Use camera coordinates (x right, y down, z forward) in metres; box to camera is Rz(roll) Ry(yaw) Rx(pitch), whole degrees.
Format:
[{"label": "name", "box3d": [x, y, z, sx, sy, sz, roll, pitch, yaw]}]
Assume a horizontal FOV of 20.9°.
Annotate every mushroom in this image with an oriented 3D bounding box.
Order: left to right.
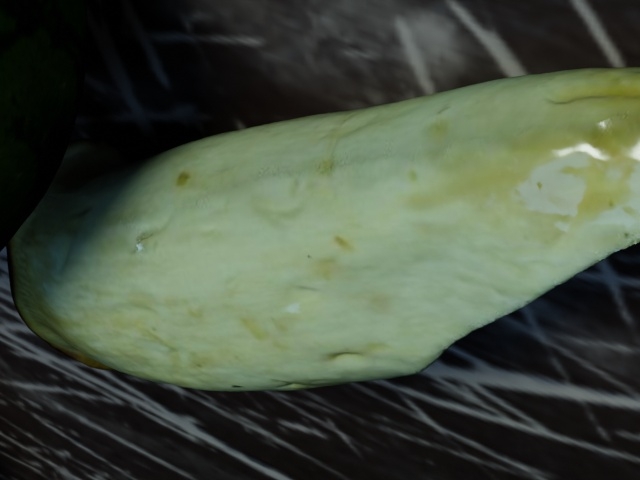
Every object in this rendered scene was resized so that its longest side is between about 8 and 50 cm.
[{"label": "mushroom", "box3d": [0.001, 0.003, 0.639, 0.333, 0.087, 0.107, -5, 122, 41]}]

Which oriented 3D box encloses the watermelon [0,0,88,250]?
[{"label": "watermelon", "box3d": [-0.202, -0.078, 0.615, 0.242, 0.242, 0.242, 23, 139, 23]}]
